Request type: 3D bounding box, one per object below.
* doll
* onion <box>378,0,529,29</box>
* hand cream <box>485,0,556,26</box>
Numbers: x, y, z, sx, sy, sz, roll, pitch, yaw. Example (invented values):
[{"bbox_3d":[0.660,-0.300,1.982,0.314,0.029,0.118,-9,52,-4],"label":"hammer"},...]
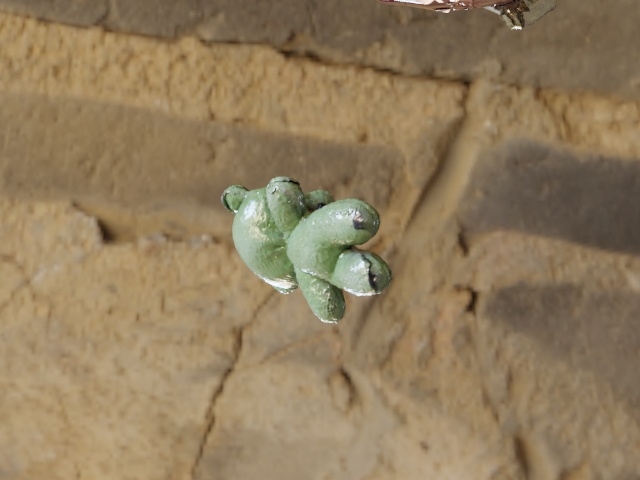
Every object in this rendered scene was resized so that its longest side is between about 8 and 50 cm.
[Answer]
[{"bbox_3d":[0.000,0.000,0.964,0.150,0.077,0.115,12,-50,53],"label":"doll"},{"bbox_3d":[0.068,-0.145,0.609,0.150,0.150,0.140,-8,-30,8],"label":"onion"},{"bbox_3d":[0.076,-0.235,1.082,0.234,0.080,0.050,33,-55,13],"label":"hand cream"}]
